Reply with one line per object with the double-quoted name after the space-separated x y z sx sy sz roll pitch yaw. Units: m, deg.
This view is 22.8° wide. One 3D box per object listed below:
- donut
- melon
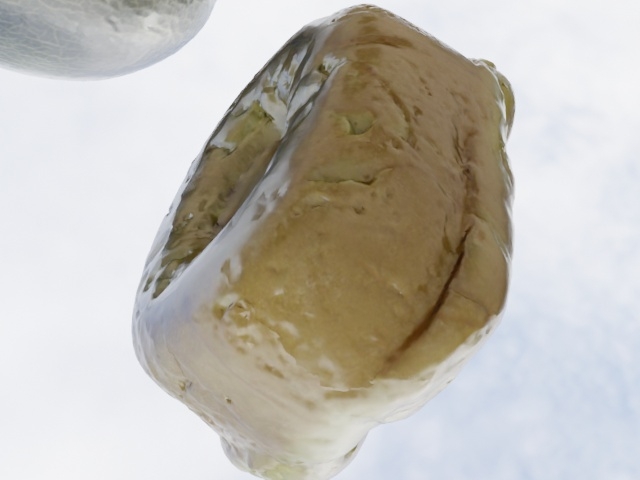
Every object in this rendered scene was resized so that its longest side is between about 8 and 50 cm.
0.000 0.000 0.809 0.128 0.208 0.261 37 -149 -18 "donut"
-0.214 -0.243 1.160 0.302 0.237 0.237 22 -140 -27 "melon"
